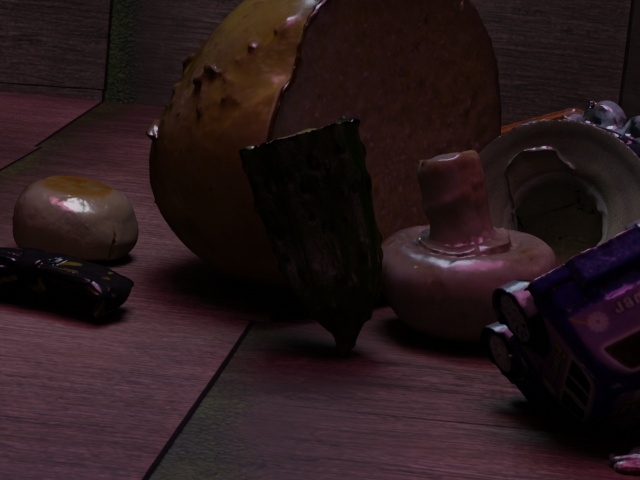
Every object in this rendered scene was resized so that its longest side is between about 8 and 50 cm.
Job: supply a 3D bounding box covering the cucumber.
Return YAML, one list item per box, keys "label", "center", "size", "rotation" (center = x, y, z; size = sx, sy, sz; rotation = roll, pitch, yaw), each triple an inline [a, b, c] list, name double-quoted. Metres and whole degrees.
- label: "cucumber"
  center: [0.003, -0.001, 1.954]
  size: [0.134, 0.244, 0.134]
  rotation: [-13, 1, 0]

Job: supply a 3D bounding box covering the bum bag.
- label: "bum bag"
  center: [-0.310, 0.040, 2.068]
  size: [0.232, 0.060, 0.107]
  rotation: [12, 4, 24]

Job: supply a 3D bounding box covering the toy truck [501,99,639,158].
- label: "toy truck"
  center: [0.397, -0.034, 2.368]
  size: [0.173, 0.207, 0.387]
  rotation: [-17, 27, -35]

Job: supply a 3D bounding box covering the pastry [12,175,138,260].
- label: "pastry"
  center: [-0.301, -0.024, 2.322]
  size: [0.156, 0.092, 0.156]
  rotation: [7, 18, -2]

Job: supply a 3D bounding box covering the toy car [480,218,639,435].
- label: "toy car"
  center: [0.266, 0.095, 1.753]
  size: [0.172, 0.158, 0.235]
  rotation: [-24, -22, -15]

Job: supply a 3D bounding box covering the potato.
- label: "potato"
  center: [-0.029, -0.135, 2.259]
  size: [0.319, 0.385, 0.442]
  rotation: [2, 15, 39]

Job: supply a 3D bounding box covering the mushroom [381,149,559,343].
- label: "mushroom"
  center: [0.162, 0.016, 2.071]
  size: [0.206, 0.209, 0.206]
  rotation: [9, -15, 2]

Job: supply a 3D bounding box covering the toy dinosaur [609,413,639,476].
- label: "toy dinosaur"
  center: [0.373, 0.183, 1.650]
  size: [0.242, 0.053, 0.167]
  rotation: [6, 12, 4]

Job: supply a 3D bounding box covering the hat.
- label: "hat"
  center: [0.288, -0.012, 2.267]
  size: [0.252, 0.252, 0.110]
  rotation: [8, -11, 15]
